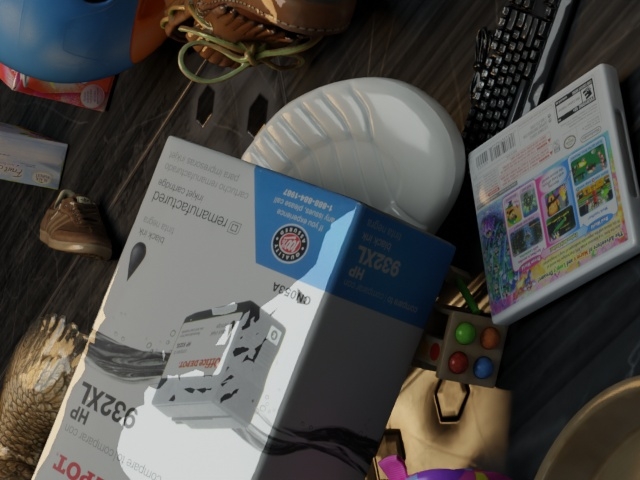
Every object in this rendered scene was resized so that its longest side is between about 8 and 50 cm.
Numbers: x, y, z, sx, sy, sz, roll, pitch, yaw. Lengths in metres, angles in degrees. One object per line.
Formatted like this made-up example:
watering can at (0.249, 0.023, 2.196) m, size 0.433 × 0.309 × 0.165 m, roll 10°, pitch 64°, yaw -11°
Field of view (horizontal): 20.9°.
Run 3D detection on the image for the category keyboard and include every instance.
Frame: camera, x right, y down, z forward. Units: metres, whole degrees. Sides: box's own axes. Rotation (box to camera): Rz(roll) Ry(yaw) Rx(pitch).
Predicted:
keyboard at (0.142, -0.128, 1.365) m, size 0.108 × 0.023 × 0.180 m, roll 39°, pitch 113°, yaw 60°

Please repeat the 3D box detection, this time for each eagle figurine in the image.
eagle figurine at (-0.323, 0.233, 1.873) m, size 0.298 × 0.225 × 0.226 m, roll 84°, pitch 164°, yaw -57°

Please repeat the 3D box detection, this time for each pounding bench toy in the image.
pounding bench toy at (0.107, 0.064, 1.322) m, size 0.065 × 0.052 × 0.083 m, roll 15°, pitch 93°, yaw 62°

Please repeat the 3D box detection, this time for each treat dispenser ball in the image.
treat dispenser ball at (-0.285, -0.322, 1.962) m, size 0.288 × 0.288 × 0.288 m, roll -32°, pitch 52°, yaw 54°

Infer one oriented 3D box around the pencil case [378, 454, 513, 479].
pencil case at (0.087, 0.275, 1.229) m, size 0.104 × 0.104 × 0.236 m, roll -31°, pitch 55°, yaw 55°

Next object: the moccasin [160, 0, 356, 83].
moccasin at (-0.074, -0.223, 1.689) m, size 0.380 × 0.139 × 0.147 m, roll 20°, pitch 104°, yaw 60°

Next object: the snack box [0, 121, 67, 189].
snack box at (-0.456, -0.127, 2.329) m, size 0.207 × 0.174 × 0.070 m, roll 19°, pitch 97°, yaw 63°

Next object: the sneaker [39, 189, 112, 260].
sneaker at (-0.298, -0.022, 2.107) m, size 0.188 × 0.066 × 0.071 m, roll 16°, pitch 93°, yaw 62°

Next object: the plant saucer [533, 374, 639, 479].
plant saucer at (0.211, 0.222, 1.080) m, size 0.278 × 0.041 × 0.278 m, roll -31°, pitch 53°, yaw 54°

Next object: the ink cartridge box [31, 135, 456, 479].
ink cartridge box at (-0.064, 0.101, 1.334) m, size 0.223 × 0.129 × 0.308 m, roll 21°, pitch 89°, yaw 40°

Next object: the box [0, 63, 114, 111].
box at (-0.353, -0.264, 2.239) m, size 0.257 × 0.128 × 0.123 m, roll 38°, pitch 114°, yaw 60°

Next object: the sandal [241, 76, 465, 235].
sandal at (-0.007, -0.014, 1.500) m, size 0.416 × 0.102 × 0.169 m, roll -39°, pitch 76°, yaw 44°

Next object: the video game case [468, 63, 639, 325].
video game case at (0.169, -0.031, 1.261) m, size 0.157 × 0.019 × 0.143 m, roll -35°, pitch 54°, yaw 47°
